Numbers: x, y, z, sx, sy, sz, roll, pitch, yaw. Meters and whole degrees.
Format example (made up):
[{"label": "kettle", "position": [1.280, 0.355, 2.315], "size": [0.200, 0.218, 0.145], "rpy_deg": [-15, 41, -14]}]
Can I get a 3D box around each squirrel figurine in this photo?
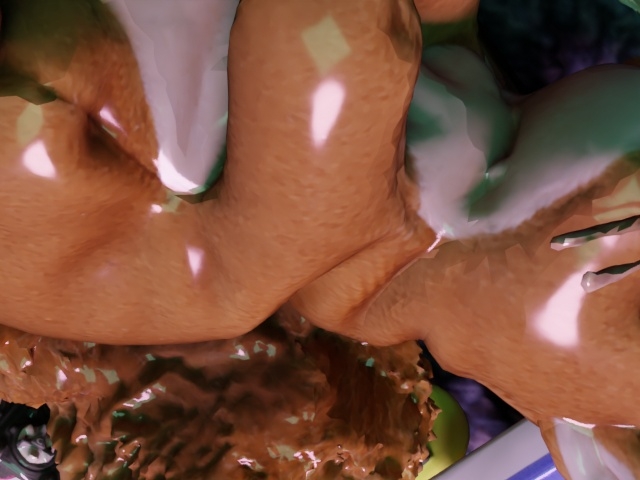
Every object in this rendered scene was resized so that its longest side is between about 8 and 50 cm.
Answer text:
[{"label": "squirrel figurine", "position": [0.000, 0.000, 0.587], "size": [0.370, 0.281, 0.397], "rpy_deg": [23, 133, -4]}]

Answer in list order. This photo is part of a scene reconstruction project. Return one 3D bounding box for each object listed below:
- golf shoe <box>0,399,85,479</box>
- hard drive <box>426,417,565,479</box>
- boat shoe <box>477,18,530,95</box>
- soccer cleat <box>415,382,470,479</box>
[{"label": "golf shoe", "position": [-0.221, 0.084, 0.741], "size": [0.273, 0.105, 0.120], "rpy_deg": [36, 129, -9]}, {"label": "hard drive", "position": [0.226, 0.086, 0.686], "size": [0.319, 0.040, 0.210], "rpy_deg": [-37, 146, 18]}, {"label": "boat shoe", "position": [0.088, -0.066, 0.670], "size": [0.045, 0.050, 0.135], "rpy_deg": [-31, 102, 20]}, {"label": "soccer cleat", "position": [-0.035, 0.169, 0.786], "size": [0.289, 0.093, 0.121], "rpy_deg": [-28, 144, 11]}]
